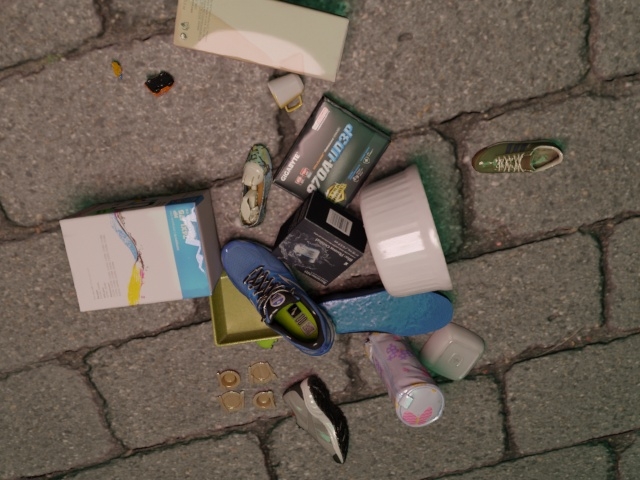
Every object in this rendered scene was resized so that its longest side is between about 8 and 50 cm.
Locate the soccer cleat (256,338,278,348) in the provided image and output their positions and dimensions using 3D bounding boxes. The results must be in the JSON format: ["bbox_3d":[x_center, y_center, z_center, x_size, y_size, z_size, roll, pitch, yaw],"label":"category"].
[{"bbox_3d":[-0.108,0.188,1.404,0.072,0.060,0.179,32,109,-13],"label":"soccer cleat"}]

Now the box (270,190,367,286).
[{"bbox_3d":[0.000,0.000,1.284,0.156,0.093,0.158,31,136,-15],"label":"box"}]

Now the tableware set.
[{"bbox_3d":[-0.192,0.384,1.498,0.169,0.020,0.141,-8,113,-1],"label":"tableware set"}]

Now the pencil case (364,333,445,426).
[{"bbox_3d":[0.192,0.313,1.363,0.113,0.273,0.124,-45,115,7],"label":"pencil case"}]

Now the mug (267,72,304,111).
[{"bbox_3d":[-0.069,-0.315,1.210,0.064,0.078,0.062,-29,79,-1],"label":"mug"}]

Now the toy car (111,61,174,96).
[{"bbox_3d":[-0.365,-0.337,1.196,0.122,0.060,0.040,31,152,2],"label":"toy car"}]

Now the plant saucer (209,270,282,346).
[{"bbox_3d":[-0.162,0.142,1.356,0.188,0.045,0.188,-8,82,-1],"label":"plant saucer"}]

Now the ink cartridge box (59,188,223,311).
[{"bbox_3d":[-0.366,0.015,1.228,0.270,0.198,0.197,-8,103,-1],"label":"ink cartridge box"}]

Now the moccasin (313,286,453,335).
[{"bbox_3d":[0.137,0.150,1.378,0.342,0.117,0.137,2,100,1],"label":"moccasin"}]

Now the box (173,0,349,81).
[{"bbox_3d":[-0.111,-0.407,1.116,0.311,0.148,0.121,11,111,-7],"label":"box"}]

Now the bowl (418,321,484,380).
[{"bbox_3d":[0.341,0.293,1.479,0.142,0.053,0.142,27,108,-15],"label":"bowl"}]

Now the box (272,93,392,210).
[{"bbox_3d":[0.024,-0.179,1.266,0.175,0.051,0.220,30,108,-14],"label":"box"}]

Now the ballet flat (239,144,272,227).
[{"bbox_3d":[-0.147,-0.113,1.269,0.070,0.070,0.188,2,111,-5],"label":"ballet flat"}]

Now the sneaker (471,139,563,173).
[{"bbox_3d":[0.439,-0.181,1.274,0.192,0.086,0.064,-10,112,0],"label":"sneaker"}]

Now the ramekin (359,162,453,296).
[{"bbox_3d":[0.180,-0.012,1.232,0.135,0.277,0.277,-16,112,11],"label":"ramekin"}]

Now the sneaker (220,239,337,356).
[{"bbox_3d":[-0.093,0.115,1.260,0.330,0.147,0.130,43,85,10],"label":"sneaker"}]

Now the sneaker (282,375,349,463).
[{"bbox_3d":[-0.004,0.474,1.515,0.108,0.100,0.271,-21,109,20],"label":"sneaker"}]
